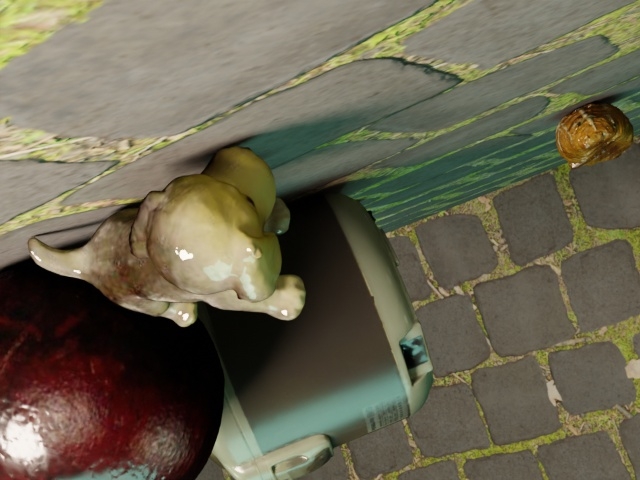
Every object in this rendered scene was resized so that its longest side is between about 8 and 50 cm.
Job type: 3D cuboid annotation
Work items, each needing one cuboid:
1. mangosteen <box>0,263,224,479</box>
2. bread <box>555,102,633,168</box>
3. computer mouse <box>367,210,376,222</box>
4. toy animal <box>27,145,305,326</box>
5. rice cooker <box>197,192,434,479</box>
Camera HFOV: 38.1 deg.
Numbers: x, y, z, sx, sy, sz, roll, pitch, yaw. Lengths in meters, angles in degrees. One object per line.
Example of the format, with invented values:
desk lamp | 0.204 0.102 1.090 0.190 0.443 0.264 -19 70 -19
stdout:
mangosteen | -0.232 0.161 0.886 0.297 0.293 0.297 -8 155 -4
bread | 0.392 -0.155 1.336 0.105 0.076 0.233 -35 164 24
computer mouse | 0.000 0.000 1.532 0.122 0.073 0.217 -21 171 -34
toy animal | -0.101 0.003 0.735 0.233 0.121 0.169 -10 168 43
rice cooker | -0.050 0.130 1.191 0.325 0.335 0.335 -22 177 -5
